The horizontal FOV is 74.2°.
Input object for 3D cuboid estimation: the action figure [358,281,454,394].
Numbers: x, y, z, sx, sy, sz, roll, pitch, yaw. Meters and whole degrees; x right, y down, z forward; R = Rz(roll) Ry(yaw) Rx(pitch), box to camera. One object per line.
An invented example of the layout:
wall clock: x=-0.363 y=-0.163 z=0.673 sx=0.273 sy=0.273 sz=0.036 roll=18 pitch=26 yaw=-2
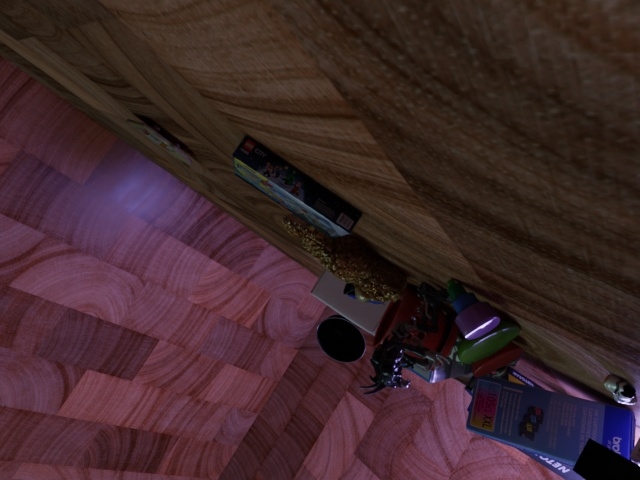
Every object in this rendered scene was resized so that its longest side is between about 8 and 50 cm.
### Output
action figure: x=0.202 y=0.232 z=0.914 sx=0.141 sy=0.275 sz=0.164 roll=33 pitch=173 yaw=4

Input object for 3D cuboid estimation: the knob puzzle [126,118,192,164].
knob puzzle: x=-0.444 y=-0.285 z=1.220 sx=0.213 sy=0.030 sz=0.213 roll=32 pitch=172 yaw=5

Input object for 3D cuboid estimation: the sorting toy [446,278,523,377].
sorting toy: x=0.314 y=0.170 z=0.860 sx=0.365 sy=0.127 sz=0.126 roll=46 pitch=-165 yaw=-51

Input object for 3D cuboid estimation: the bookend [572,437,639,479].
bookend: x=0.569 y=0.446 z=0.739 sx=0.157 sy=0.072 sz=0.156 roll=32 pitch=174 yaw=4

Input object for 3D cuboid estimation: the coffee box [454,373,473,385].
coffee box: x=0.556 y=0.483 z=1.674 sx=0.098 sy=0.141 sz=0.247 roll=38 pitch=173 yaw=-38

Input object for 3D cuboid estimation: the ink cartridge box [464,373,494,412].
ink cartridge box: x=0.498 y=0.437 z=1.316 sx=0.045 sy=0.208 sz=0.206 roll=30 pitch=172 yaw=21

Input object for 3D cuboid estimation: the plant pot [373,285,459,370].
plant pot: x=0.255 y=0.243 z=1.128 sx=0.174 sy=0.191 sz=0.191 roll=30 pitch=173 yaw=4

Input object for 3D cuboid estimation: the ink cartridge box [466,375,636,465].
ink cartridge box: x=0.600 y=0.466 z=1.038 sx=0.396 sy=0.151 sz=0.270 roll=2 pitch=156 yaw=37

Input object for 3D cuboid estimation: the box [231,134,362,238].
box: x=-0.049 y=-0.087 z=0.769 sx=0.233 sy=0.044 sz=0.159 roll=33 pitch=173 yaw=-7

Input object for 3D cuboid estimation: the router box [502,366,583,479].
router box: x=0.728 y=0.606 z=1.412 sx=0.309 sy=0.243 sz=0.081 roll=32 pitch=128 yaw=-2

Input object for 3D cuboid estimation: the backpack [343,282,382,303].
backpack: x=0.150 y=0.137 z=1.267 sx=0.120 sy=0.097 sz=0.101 roll=7 pitch=166 yaw=45

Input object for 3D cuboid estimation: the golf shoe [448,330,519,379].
golf shoe: x=0.404 y=0.272 z=1.139 sx=0.120 sy=0.105 sz=0.273 roll=49 pitch=164 yaw=-8

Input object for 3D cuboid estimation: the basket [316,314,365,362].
basket: x=0.075 y=0.381 z=1.714 sx=0.204 sy=0.154 sz=0.227 roll=35 pitch=178 yaw=0

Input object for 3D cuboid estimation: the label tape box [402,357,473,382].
label tape box: x=0.426 y=0.377 z=1.496 sx=0.334 sy=0.105 sz=0.241 roll=0 pitch=-168 yaw=-33

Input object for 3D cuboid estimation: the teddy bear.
teddy bear: x=0.045 y=0.044 z=1.008 sx=0.338 sy=0.113 sz=0.245 roll=36 pitch=174 yaw=-28

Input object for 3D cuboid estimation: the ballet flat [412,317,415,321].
ballet flat: x=0.388 y=0.362 z=1.919 sx=0.074 sy=0.074 sz=0.203 roll=35 pitch=179 yaw=-15

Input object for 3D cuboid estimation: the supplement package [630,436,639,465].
supplement package: x=0.639 y=0.378 z=0.694 sx=0.105 sy=0.105 sz=0.179 roll=39 pitch=172 yaw=-39

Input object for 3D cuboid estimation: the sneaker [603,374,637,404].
sneaker: x=0.519 y=0.261 z=0.720 sx=0.083 sy=0.031 sz=0.037 roll=35 pitch=173 yaw=-21

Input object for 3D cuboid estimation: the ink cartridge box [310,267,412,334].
ink cartridge box: x=0.172 y=0.251 z=1.647 sx=0.286 sy=0.166 sz=0.395 roll=29 pitch=172 yaw=28
